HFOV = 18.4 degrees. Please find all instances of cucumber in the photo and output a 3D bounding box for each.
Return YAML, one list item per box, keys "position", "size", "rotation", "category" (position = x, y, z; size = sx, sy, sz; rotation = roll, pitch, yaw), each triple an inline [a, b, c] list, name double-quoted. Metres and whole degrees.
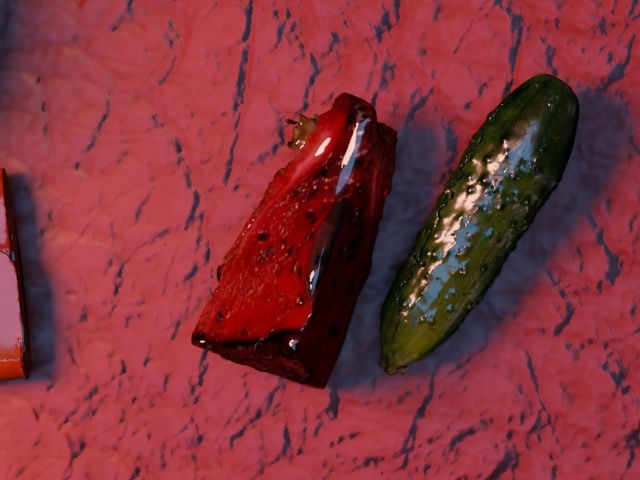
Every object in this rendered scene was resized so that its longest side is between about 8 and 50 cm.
- position: [0.102, -0.008, 1.310]
  size: [0.069, 0.069, 0.227]
  rotation: [31, 93, 0]
  category: "cucumber"

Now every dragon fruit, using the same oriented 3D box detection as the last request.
- position: [-0.017, -0.007, 1.284]
  size: [0.092, 0.122, 0.192]
  rotation: [21, 92, 15]
  category: "dragon fruit"

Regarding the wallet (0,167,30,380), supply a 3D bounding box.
- position: [-0.301, 0.032, 1.313]
  size: [0.204, 0.045, 0.142]
  rotation: [-6, 90, 0]
  category: "wallet"
